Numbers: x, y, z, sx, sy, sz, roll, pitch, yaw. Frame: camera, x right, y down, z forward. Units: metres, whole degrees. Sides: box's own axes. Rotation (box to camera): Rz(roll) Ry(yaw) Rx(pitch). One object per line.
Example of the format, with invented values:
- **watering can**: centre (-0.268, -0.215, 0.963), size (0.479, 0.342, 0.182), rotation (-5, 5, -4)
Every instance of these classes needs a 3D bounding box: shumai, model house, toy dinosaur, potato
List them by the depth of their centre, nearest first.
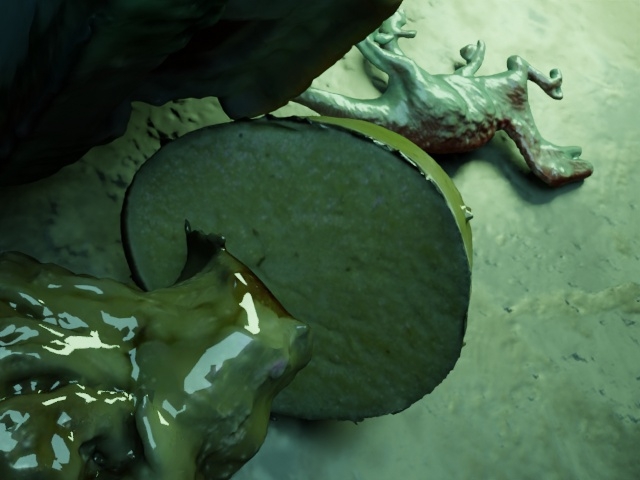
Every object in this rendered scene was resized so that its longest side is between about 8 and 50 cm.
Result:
- **shumai**: centre (-0.100, 0.063, 0.497), size (0.176, 0.166, 0.206), rotation (-38, 100, 0)
- **model house**: centre (-0.045, -0.206, 0.587), size (0.339, 0.360, 0.297), rotation (-10, 78, -35)
- **potato**: centre (0.000, 0.000, 0.607), size (0.202, 0.182, 0.117), rotation (1, 23, 21)
- **toy dinosaur**: centre (0.070, -0.089, 0.707), size (0.242, 0.053, 0.167), rotation (-19, 79, -33)
